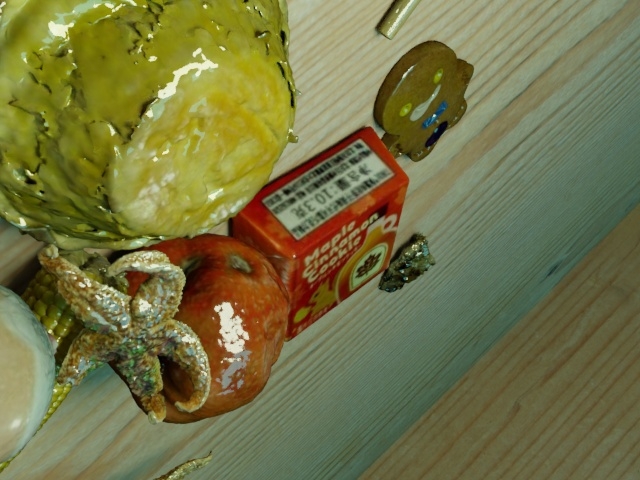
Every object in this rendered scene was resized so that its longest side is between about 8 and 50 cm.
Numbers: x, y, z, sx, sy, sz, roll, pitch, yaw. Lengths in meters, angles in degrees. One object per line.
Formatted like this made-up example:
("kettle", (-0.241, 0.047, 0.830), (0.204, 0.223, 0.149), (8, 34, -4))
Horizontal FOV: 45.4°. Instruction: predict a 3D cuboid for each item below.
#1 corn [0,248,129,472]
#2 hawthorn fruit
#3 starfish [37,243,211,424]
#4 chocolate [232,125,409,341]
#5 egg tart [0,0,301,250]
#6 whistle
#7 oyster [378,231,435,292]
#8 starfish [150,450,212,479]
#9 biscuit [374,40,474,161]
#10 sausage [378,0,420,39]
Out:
("corn", (-0.279, 0.123, 0.730), (0.091, 0.091, 0.260), (33, 96, -25))
("hawthorn fruit", (-0.115, 0.083, 0.858), (0.243, 0.207, 0.207), (-16, 142, -56))
("starfish", (-0.174, 0.077, 0.684), (0.150, 0.053, 0.209), (-40, 121, -1))
("chocolate", (0.000, 0.000, 1.029), (0.237, 0.108, 0.235), (-32, 150, -27))
("egg tart", (-0.127, -0.103, 0.628), (0.341, 0.132, 0.341), (-36, 152, -22))
("whistle", (-0.315, 0.159, 0.627), (0.189, 0.189, 0.348), (-15, 132, -50))
("oyster", (0.171, 0.045, 1.453), (0.105, 0.056, 0.177), (-19, 149, -33))
("starfish", (-0.344, 0.427, 1.150), (0.301, 0.084, 0.293), (-8, 139, -50))
("biscuit", (0.145, -0.188, 1.066), (0.180, 0.039, 0.236), (-48, 154, 4))
("sausage", (0.111, -0.287, 0.866), (0.132, 0.024, 0.024), (-53, 155, 13))
